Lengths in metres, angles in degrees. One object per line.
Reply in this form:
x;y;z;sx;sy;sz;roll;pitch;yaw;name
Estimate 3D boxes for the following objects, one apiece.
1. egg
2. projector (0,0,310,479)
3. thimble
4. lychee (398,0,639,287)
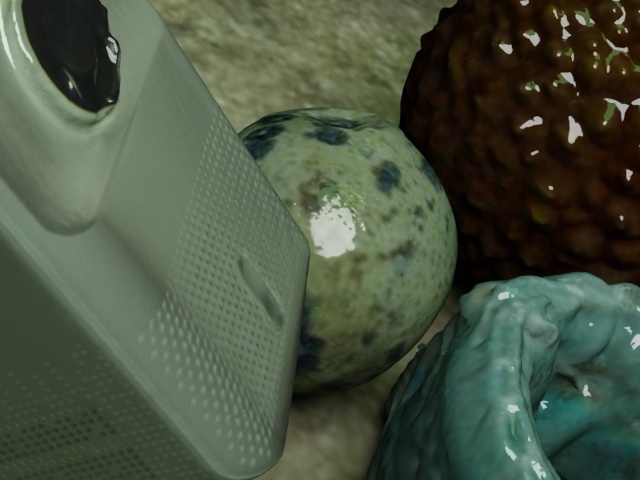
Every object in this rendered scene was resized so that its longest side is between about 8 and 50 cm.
0.000;0.000;0.654;0.141;0.141;0.181;32;26;-1;egg
-0.134;-0.010;0.479;0.242;0.177;0.163;56;27;-33;projector
0.121;0.128;0.606;0.198;0.143;0.235;-12;56;-39;thimble
0.182;-0.057;0.739;0.267;0.267;0.267;17;44;-17;lychee
